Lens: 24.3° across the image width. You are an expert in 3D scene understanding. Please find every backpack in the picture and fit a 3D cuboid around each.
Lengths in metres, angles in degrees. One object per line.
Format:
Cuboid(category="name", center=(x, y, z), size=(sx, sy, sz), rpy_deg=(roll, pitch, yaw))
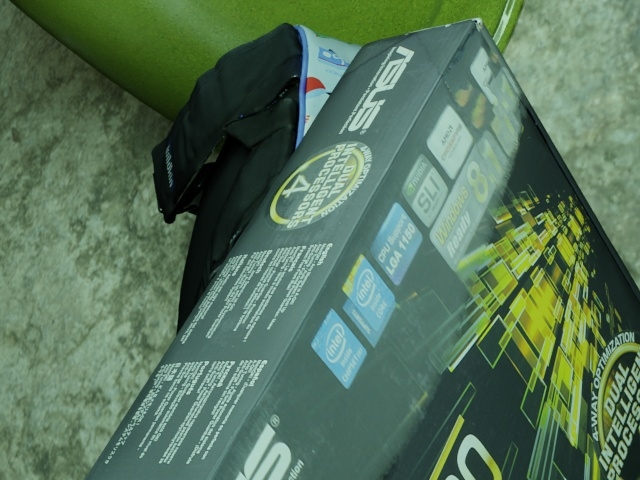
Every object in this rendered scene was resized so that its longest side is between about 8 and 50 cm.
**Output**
Cuboid(category="backpack", center=(0.000, 0.000, 0.990), size=(0.263, 0.213, 0.276), rpy_deg=(109, 162, -49))

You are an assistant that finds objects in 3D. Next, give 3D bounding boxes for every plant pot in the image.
Cuboid(category="plant pot", center=(-0.090, -0.253, 1.110), size=(0.366, 0.353, 0.366), rpy_deg=(-16, 66, 40))

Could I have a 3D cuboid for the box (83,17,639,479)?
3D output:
Cuboid(category="box", center=(0.051, 0.130, 0.771), size=(0.097, 0.318, 0.395), rpy_deg=(-8, 39, 42))
